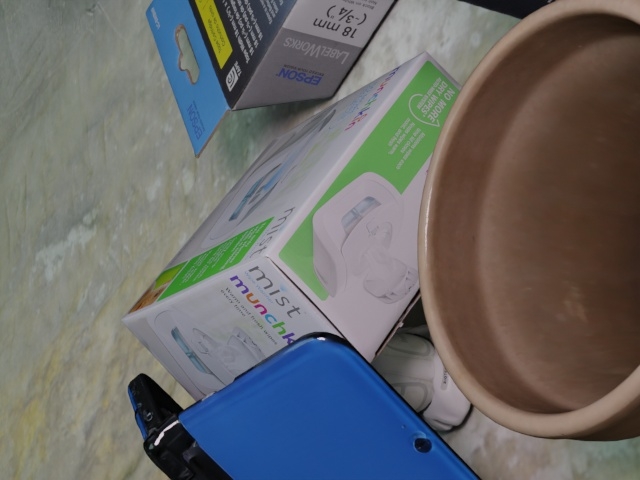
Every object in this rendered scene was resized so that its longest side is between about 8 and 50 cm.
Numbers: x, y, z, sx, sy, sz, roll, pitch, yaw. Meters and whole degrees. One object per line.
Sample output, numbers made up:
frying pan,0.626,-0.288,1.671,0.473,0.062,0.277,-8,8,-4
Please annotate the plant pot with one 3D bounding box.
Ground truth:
plant pot,0.224,-0.003,0.938,0.263,0.229,0.263,-18,68,53

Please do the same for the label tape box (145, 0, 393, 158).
label tape box,-0.037,-0.271,1.509,0.334,0.106,0.241,-55,41,34

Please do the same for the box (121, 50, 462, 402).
box,0.000,0.000,1.257,0.231,0.127,0.262,-25,22,52

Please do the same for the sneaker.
sneaker,0.007,0.123,1.336,0.292,0.118,0.110,-21,67,54

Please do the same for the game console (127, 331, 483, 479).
game console,0.012,0.190,1.204,0.173,0.293,0.250,-43,18,-1

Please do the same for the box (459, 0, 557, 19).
box,0.214,-0.344,0.985,0.395,0.293,0.212,-48,45,38
